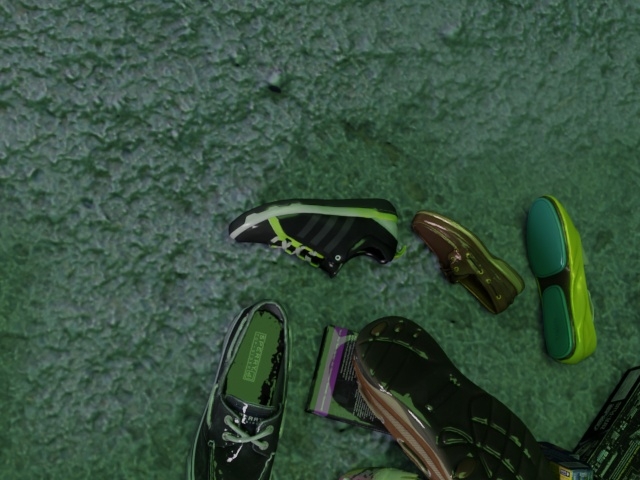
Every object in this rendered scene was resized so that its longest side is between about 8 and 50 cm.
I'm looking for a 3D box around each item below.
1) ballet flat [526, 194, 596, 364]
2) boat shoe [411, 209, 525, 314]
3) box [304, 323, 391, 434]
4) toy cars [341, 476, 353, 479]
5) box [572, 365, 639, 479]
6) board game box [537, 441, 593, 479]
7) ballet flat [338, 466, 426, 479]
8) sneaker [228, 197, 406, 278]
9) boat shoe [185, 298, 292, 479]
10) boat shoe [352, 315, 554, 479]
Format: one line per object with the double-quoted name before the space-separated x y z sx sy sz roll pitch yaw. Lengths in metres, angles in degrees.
"ballet flat" 0.334 0.053 1.556 0.077 0.077 0.231 1 78 -34
"boat shoe" 0.190 0.029 1.527 0.178 0.064 0.060 40 69 -3
"box" 0.071 0.186 1.479 0.162 0.029 0.116 17 73 -7
"toy cars" 0.114 0.466 1.350 0.176 0.087 0.394 -16 92 -2
"box" 0.434 0.277 1.510 0.147 0.077 0.180 39 72 -1
"board game box" 0.292 0.363 1.421 0.060 0.194 0.194 1 90 -12
"ballet flat" 0.131 0.329 1.429 0.221 0.079 0.077 20 61 -6
"sneaker" 0.000 0.000 1.481 0.234 0.084 0.097 -3 78 -13
"boat shoe" -0.091 0.218 1.396 0.108 0.102 0.301 16 73 -8
"boat shoe" 0.159 0.236 1.395 0.122 0.120 0.324 -32 73 -24
